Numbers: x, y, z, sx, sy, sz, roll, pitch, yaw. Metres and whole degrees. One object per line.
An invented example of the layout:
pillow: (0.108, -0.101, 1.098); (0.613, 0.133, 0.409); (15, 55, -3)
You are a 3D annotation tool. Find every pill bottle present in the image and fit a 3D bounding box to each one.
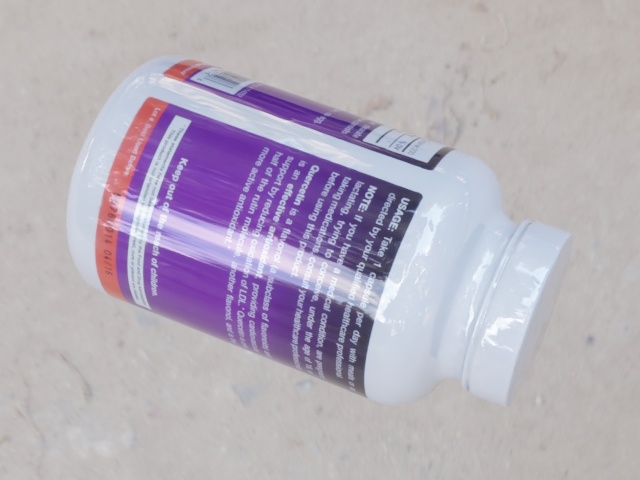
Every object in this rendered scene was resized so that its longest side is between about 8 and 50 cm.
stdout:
pill bottle: (0.000, 0.000, 0.975); (0.323, 0.181, 0.181); (21, 72, 15)
